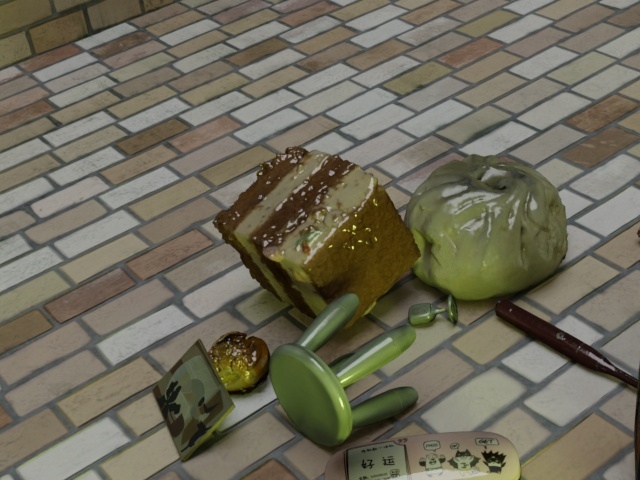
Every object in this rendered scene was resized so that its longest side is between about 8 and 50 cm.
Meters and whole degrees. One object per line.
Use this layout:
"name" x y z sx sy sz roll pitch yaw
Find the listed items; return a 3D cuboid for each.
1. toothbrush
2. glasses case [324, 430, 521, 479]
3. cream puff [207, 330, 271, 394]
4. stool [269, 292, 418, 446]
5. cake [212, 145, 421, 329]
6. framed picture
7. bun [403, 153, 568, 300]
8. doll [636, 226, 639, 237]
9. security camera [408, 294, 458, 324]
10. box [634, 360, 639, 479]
"toothbrush" 0.461 0.197 1.876 0.041 0.040 0.364 -30 41 -28
"glasses case" 0.163 0.371 1.661 0.315 0.075 0.122 -6 33 3
"cream puff" -0.157 0.224 1.914 0.133 0.104 0.119 -21 44 -15
"stool" 0.040 0.224 1.792 0.199 0.195 0.195 -32 42 -33
"cake" 0.000 0.000 2.016 0.255 0.282 0.290 -46 47 -12
"framed picture" -0.231 0.282 1.855 0.136 0.010 0.201 -48 39 8
"bun" 0.332 -0.047 2.094 0.360 0.210 0.359 -5 34 4
"doll" 0.690 0.002 2.078 0.094 0.079 0.180 -10 24 -2
"security camera" 0.216 0.140 2.006 0.092 0.058 0.058 -10 34 19
"box" 0.621 0.269 1.478 0.319 0.348 0.256 2 37 12
